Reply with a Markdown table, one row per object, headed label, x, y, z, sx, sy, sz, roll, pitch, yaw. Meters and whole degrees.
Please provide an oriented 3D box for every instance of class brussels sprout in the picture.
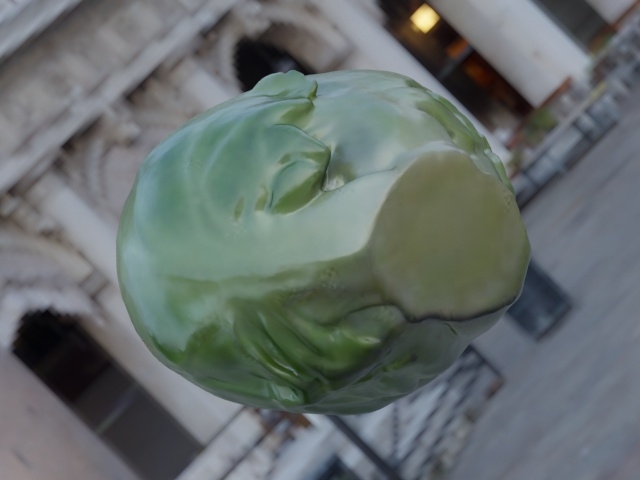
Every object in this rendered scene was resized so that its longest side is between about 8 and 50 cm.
| label | x | y | z | sx | sy | sz | roll | pitch | yaw |
| --- | --- | --- | --- | --- | --- | --- | --- | --- | --- |
| brussels sprout | 0.000 | 0.000 | 1.067 | 0.244 | 0.244 | 0.244 | -45 | 0 | 0 |
